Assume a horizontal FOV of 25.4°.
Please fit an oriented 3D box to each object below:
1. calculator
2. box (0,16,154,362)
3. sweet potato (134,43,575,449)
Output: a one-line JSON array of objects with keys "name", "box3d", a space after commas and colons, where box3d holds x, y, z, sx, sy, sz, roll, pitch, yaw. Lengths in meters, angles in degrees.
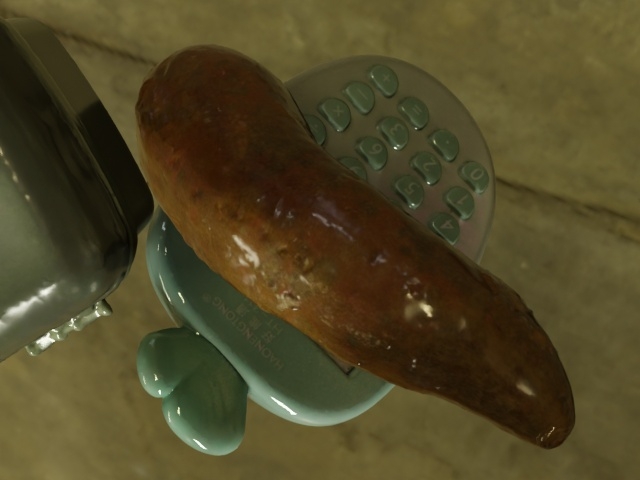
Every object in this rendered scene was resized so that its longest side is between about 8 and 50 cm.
[{"name": "calculator", "box3d": [-0.003, 0.005, 0.869, 0.184, 0.295, 0.042, 46, 153, -7]}, {"name": "box", "box3d": [-0.185, -0.002, 0.622, 0.210, 0.129, 0.148, -29, 98, 11]}, {"name": "sweet potato", "box3d": [0.000, 0.001, 0.677, 0.292, 0.097, 0.097, 44, 151, 30]}]
